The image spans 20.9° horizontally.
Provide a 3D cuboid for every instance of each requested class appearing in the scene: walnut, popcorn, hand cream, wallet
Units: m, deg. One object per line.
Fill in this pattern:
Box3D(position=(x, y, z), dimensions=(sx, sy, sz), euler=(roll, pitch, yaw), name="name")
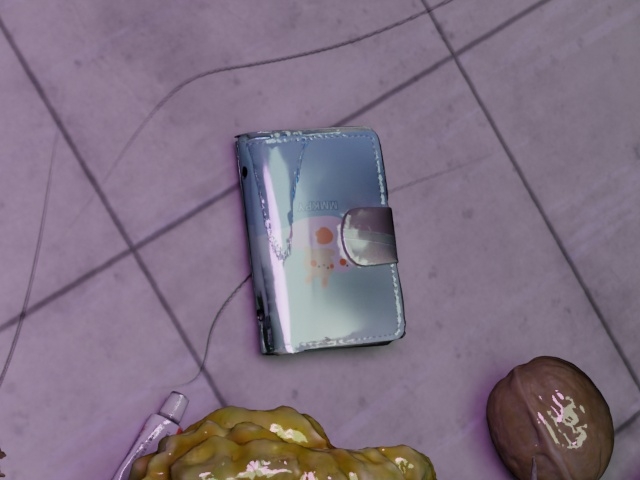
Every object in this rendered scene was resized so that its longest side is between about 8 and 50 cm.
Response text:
Box3D(position=(0.267, 0.215, 2.009), dimensions=(0.140, 0.140, 0.162), euler=(-39, 106, -29), name="walnut")
Box3D(position=(-0.051, 0.305, 1.735), dimensions=(0.335, 0.274, 0.279), euler=(23, 78, -34), name="popcorn")
Box3D(position=(-0.192, 0.258, 1.814), dimensions=(0.052, 0.038, 0.216), euler=(26, 73, 5), name="hand cream")
Box3D(position=(0.000, 0.000, 1.944), dimensions=(0.176, 0.075, 0.250), euler=(-4, 83, -25), name="wallet")

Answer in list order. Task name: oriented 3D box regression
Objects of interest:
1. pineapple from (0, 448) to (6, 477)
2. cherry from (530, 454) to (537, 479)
Box3D(position=(-0.382, 0.236, 1.650), dimensions=(0.166, 0.166, 0.193), euler=(-1, 89, -28), name="pineapple")
Box3D(position=(0.204, 0.373, 1.880), dimensions=(0.213, 0.236, 0.285), euler=(17, 81, 4), name="cherry")
